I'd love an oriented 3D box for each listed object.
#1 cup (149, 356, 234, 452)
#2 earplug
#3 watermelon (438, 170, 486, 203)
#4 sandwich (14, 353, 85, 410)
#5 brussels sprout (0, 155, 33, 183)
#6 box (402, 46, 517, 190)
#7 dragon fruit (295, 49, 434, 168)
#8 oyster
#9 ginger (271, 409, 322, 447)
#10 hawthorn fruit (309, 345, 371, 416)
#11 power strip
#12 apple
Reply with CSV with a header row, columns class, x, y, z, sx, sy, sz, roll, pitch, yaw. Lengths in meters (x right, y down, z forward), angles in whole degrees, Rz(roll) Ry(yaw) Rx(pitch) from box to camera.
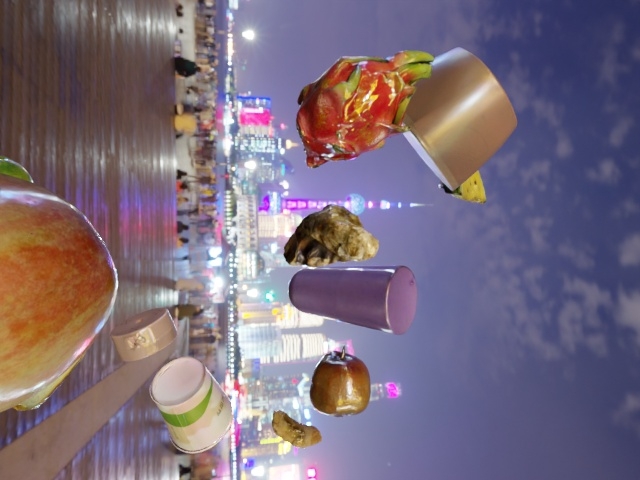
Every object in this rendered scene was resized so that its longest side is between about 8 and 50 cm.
class,x,y,z,sx,sy,sz,roll,pitch,yaw
cup,-0.457,0.570,1.445,0.253,0.253,0.274,-105,-174,-50
earplug,0.079,0.181,1.381,0.456,0.215,0.215,1,-88,37
watermelon,0.469,-0.179,1.331,0.123,0.301,0.129,-44,-111,28
sandwich,-0.784,0.307,1.113,0.226,0.087,0.251,62,36,-32
brussels sprout,-0.816,-0.130,1.005,0.144,0.180,0.161,55,-39,26
box,0.319,-0.301,1.004,0.301,0.216,0.301,49,15,-18
dragon fruit,0.080,-0.243,0.764,0.198,0.269,0.200,59,-21,24
oyster,-0.001,0.005,1.012,0.294,0.094,0.166,-25,-105,36
ginger,-0.085,0.638,1.365,0.095,0.190,0.069,-57,173,-44
hawthorn fruit,0.091,0.607,1.778,0.268,0.267,0.301,149,-52,-76
power strip,-0.461,0.245,1.069,0.154,0.154,0.078,-134,-152,-73
apple,-0.350,0.042,0.408,0.257,0.234,0.257,26,-48,32
